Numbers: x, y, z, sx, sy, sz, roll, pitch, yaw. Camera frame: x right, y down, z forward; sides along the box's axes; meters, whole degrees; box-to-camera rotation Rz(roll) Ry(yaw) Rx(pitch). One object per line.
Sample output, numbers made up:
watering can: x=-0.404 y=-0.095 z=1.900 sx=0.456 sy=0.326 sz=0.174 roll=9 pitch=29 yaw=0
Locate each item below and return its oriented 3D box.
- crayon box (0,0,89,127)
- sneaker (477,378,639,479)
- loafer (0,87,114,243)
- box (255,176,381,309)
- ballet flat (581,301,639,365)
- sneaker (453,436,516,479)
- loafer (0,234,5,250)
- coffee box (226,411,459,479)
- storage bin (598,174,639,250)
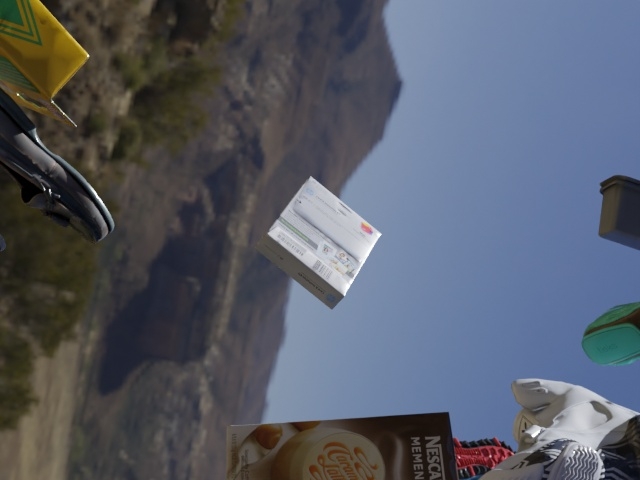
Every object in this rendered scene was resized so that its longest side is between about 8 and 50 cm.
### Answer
crayon box: x=-0.432 y=-0.295 z=1.542 sx=0.083 sy=0.323 sz=0.203 roll=-51 pitch=-142 yaw=-14
sneaker: x=0.264 y=0.263 z=1.424 sx=0.210 sy=0.366 sz=0.137 roll=18 pitch=-71 yaw=50
loafer: x=-0.385 y=-0.085 z=1.598 sx=0.096 sy=0.267 sz=0.084 roll=-3 pitch=-138 yaw=51
box: x=0.000 y=0.000 z=1.796 sx=0.038 sy=0.145 sz=0.186 roll=-48 pitch=-175 yaw=37
ballet flat: x=0.414 y=0.095 z=1.456 sx=0.087 sy=0.083 sz=0.247 roll=-39 pitch=-173 yaw=-27
sneaker: x=0.246 y=0.404 z=2.072 sx=0.125 sy=0.262 sz=0.104 roll=-50 pitch=-141 yaw=34
loafer: x=-0.476 y=-0.004 z=1.622 sx=0.039 sy=0.125 sz=0.045 roll=-45 pitch=134 yaw=-36
coffee box: x=0.025 y=0.273 z=1.316 sx=0.098 sy=0.247 sz=0.141 roll=86 pitch=0 yaw=-51
storage bin: x=0.506 y=-0.035 z=1.938 sx=0.098 sy=0.135 sz=0.091 roll=141 pitch=-33 yaw=-73
